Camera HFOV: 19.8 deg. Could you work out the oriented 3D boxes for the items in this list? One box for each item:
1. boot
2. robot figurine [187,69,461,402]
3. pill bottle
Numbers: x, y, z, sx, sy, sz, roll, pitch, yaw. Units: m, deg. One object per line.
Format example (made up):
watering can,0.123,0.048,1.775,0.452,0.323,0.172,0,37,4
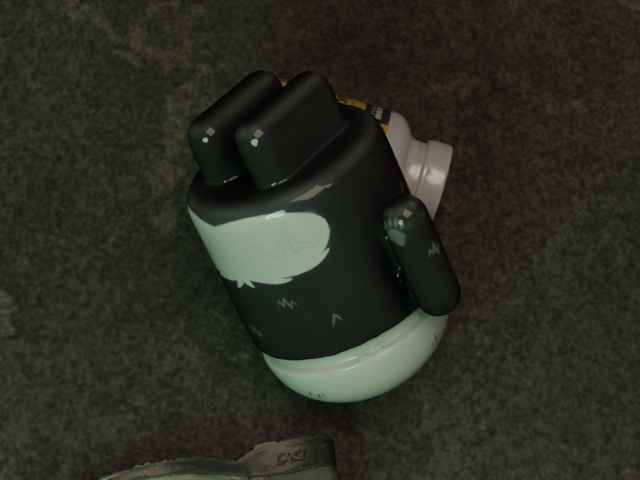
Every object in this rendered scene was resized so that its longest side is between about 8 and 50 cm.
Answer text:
boot,-0.084,0.253,1.470,0.246,0.083,0.161,-9,75,-11
robot figurine,0.000,-0.001,1.490,0.173,0.209,0.278,-24,116,2
pill bottle,0.017,-0.073,1.603,0.184,0.103,0.103,16,66,-2
